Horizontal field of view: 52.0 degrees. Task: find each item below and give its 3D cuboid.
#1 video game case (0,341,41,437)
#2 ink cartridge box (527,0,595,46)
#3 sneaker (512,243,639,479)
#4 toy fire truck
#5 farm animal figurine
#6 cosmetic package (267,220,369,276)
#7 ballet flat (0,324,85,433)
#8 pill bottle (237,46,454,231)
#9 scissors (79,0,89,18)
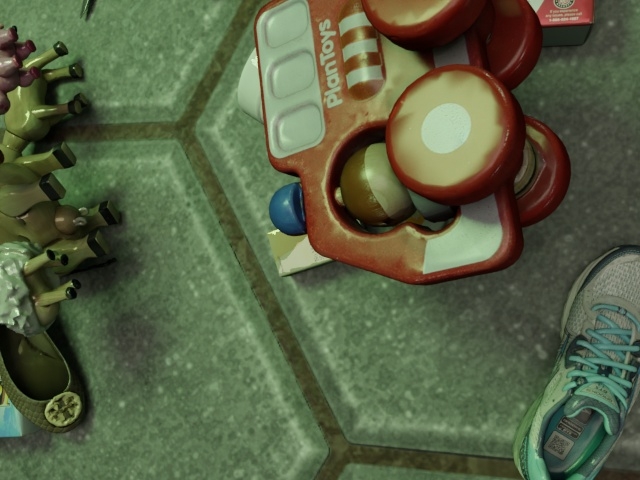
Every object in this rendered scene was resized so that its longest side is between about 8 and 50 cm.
[{"bbox_3d":[-0.519,0.150,0.915,0.269,0.061,0.244,-7,87,15],"label":"video game case"},{"bbox_3d":[0.231,-0.309,0.720,0.127,0.072,0.175,2,89,16],"label":"ink cartridge box"},{"bbox_3d":[0.287,0.141,0.664,0.110,0.122,0.283,20,93,14],"label":"sneaker"},{"bbox_3d":[0.059,-0.107,0.574,0.254,0.169,0.302,-14,76,32],"label":"toy fire truck"},{"bbox_3d":[-0.388,-0.081,0.811,0.172,0.330,0.327,-18,112,11],"label":"farm animal figurine"},{"bbox_3d":[0.000,0.000,0.789,0.115,0.041,0.060,-20,83,13],"label":"cosmetic package"},{"bbox_3d":[-0.375,0.139,0.837,0.058,0.084,0.250,-11,106,51],"label":"ballet flat"},{"bbox_3d":[0.047,-0.124,0.723,0.272,0.152,0.152,33,96,14],"label":"pill bottle"},{"bbox_3d":[-0.289,-0.455,0.897,0.109,0.021,0.297,34,98,11],"label":"scissors"}]
